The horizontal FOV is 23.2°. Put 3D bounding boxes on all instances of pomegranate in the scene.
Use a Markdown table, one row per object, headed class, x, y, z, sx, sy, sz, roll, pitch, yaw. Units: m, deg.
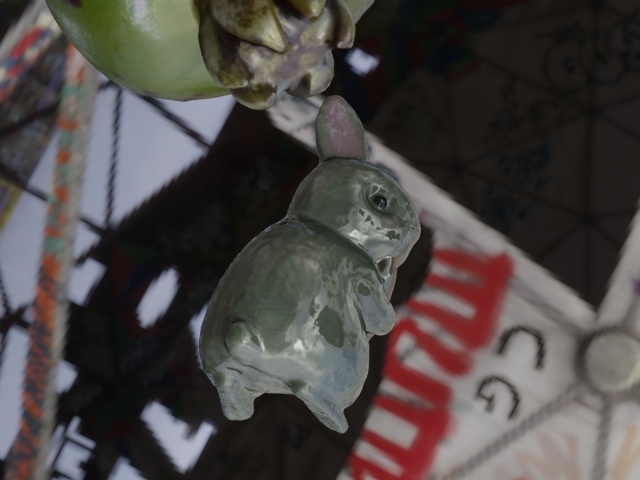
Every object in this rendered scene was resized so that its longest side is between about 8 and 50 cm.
| class | x | y | z | sx | sy | sz | roll | pitch | yaw |
| --- | --- | --- | --- | --- | --- | --- | --- | --- | --- |
| pomegranate | -0.045 | -0.152 | 0.776 | 0.202 | 0.202 | 0.248 | -58 | -143 | 24 |

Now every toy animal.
| class | x | y | z | sx | sy | sz | roll | pitch | yaw |
| --- | --- | --- | --- | --- | --- | --- | --- | --- | --- |
| toy animal | 0.007 | 0.006 | 1.003 | 0.236 | 0.108 | 0.138 | -66 | 153 | -22 |
